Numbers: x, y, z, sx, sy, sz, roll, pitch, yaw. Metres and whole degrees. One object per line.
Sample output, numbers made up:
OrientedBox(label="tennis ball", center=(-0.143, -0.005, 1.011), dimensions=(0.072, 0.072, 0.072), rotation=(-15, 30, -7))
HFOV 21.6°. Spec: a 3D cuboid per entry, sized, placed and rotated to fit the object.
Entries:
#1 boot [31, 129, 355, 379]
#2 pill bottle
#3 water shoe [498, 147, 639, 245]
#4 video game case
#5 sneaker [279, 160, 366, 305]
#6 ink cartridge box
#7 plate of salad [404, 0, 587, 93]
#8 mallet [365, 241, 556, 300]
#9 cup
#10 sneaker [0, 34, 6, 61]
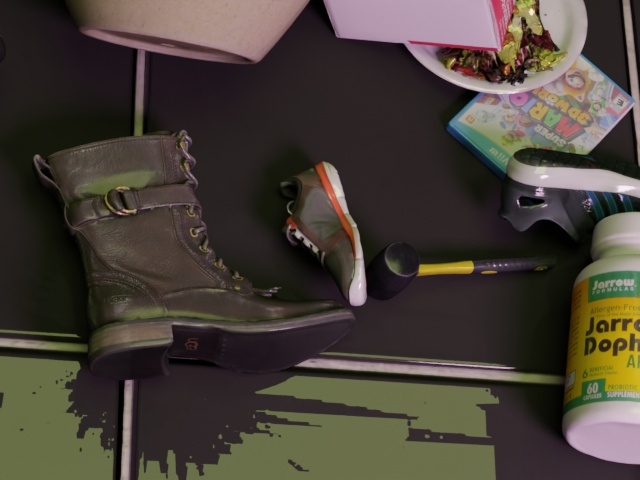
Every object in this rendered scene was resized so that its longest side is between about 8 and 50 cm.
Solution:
OrientedBox(label="boot", center=(-0.111, 0.000, 1.475), dimensions=(0.263, 0.091, 0.229), rotation=(-2, 61, -20))
OrientedBox(label="pill bottle", center=(0.283, 0.086, 1.512), dimensions=(0.117, 0.117, 0.208), rotation=(13, 64, -8))
OrientedBox(label="water shoe", center=(0.254, -0.037, 1.598), dimensions=(0.203, 0.080, 0.073), rotation=(9, 20, -27))
OrientedBox(label="video game case", center=(0.218, -0.124, 1.650), dimensions=(0.119, 0.015, 0.166), rotation=(42, 64, 7))
OrientedBox(label="sneaker", center=(0.000, 0.000, 1.516), dimensions=(0.065, 0.061, 0.158), rotation=(-14, 50, -6))
OrientedBox(label="ink cartridge box", center=(0.116, -0.311, 1.630), dimensions=(0.172, 0.100, 0.237), rotation=(8, 61, 20))
OrientedBox(label="plate of salad", center=(0.169, -0.233, 1.661), dimensions=(0.200, 0.048, 0.200), rotation=(4, 60, -7))
OrientedBox(label="mallet", center=(0.127, 0.029, 1.552), dimensions=(0.190, 0.062, 0.039), rotation=(0, 66, -30))
OrientedBox(label="cup", center=(-0.116, -0.289, 1.506), dimensions=(0.331, 0.331, 0.237), rotation=(9, 91, -10))
OrientedBox(label="sneaker", center=(-0.341, -0.053, 1.450), dimensions=(0.124, 0.107, 0.283), rotation=(38, 66, -11))
